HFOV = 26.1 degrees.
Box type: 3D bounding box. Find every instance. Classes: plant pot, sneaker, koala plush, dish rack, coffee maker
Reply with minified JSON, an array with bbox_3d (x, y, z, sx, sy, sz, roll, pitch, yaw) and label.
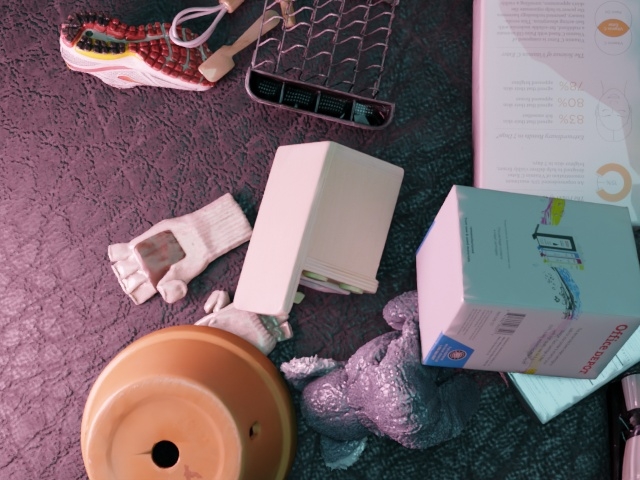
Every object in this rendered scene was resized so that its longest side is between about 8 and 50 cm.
[{"bbox_3d":[-0.182,0.259,1.785,0.291,0.203,0.291,0,90,4],"label":"plant pot"},{"bbox_3d":[-0.253,-0.257,1.934,0.225,0.093,0.088,15,62,-10],"label":"sneaker"},{"bbox_3d":[0.064,0.201,1.820,0.221,0.203,0.196,-17,106,27],"label":"koala plush"},{"bbox_3d":[0.013,-0.296,1.905,0.208,0.074,0.271,13,82,-13],"label":"dish rack"},{"bbox_3d":[0.423,0.275,1.816,0.120,0.171,0.178,15,61,-18],"label":"coffee maker"}]

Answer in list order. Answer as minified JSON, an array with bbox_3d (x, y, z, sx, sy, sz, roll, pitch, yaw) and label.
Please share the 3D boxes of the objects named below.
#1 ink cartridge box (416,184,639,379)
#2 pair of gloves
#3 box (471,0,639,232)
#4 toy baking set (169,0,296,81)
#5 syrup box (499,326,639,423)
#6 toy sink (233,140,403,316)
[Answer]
[{"bbox_3d":[0.255,0.055,1.711,0.233,0.171,0.168,7,57,-11],"label":"ink cartridge box"},{"bbox_3d":[-0.163,0.076,1.905,0.204,0.042,0.240,-23,84,-1],"label":"pair of gloves"},{"bbox_3d":[0.314,-0.180,1.854,0.215,0.168,0.345,1,83,2],"label":"box"},{"bbox_3d":[-0.128,-0.350,1.935,0.197,0.030,0.256,-13,84,-17],"label":"toy baking set"},{"bbox_3d":[0.364,0.145,1.850,0.237,0.093,0.096,-34,83,-2],"label":"syrup box"},{"bbox_3d":[0.000,0.000,1.835,0.131,0.153,0.234,19,81,-26],"label":"toy sink"}]
